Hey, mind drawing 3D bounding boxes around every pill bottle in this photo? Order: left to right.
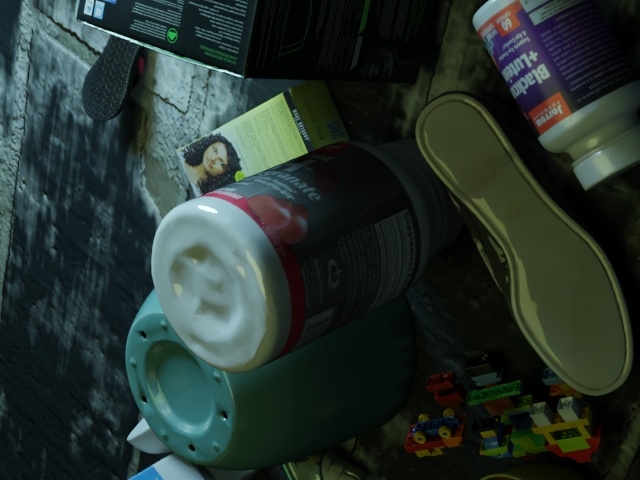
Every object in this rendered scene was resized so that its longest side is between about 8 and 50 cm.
[{"bbox_3d":[0.000,0.000,1.636,0.176,0.318,0.176,21,122,38],"label":"pill bottle"},{"bbox_3d":[0.231,-0.148,1.486,0.108,0.108,0.193,-36,81,48],"label":"pill bottle"}]

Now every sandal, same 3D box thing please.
[{"bbox_3d":[-0.242,-0.222,2.005,0.067,0.040,0.179,39,118,20],"label":"sandal"}]

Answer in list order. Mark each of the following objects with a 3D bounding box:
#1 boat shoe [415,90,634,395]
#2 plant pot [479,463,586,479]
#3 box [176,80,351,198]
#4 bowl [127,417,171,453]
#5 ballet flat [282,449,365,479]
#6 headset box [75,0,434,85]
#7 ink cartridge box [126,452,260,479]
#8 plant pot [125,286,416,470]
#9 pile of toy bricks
[{"bbox_3d":[0.210,-0.004,1.605,0.112,0.095,0.335,-33,87,13],"label":"boat shoe"},{"bbox_3d":[0.235,0.287,1.693,0.134,0.095,0.134,23,124,38],"label":"plant pot"},{"bbox_3d":[-0.069,-0.106,1.857,0.232,0.058,0.087,-25,90,48],"label":"box"},{"bbox_3d":[-0.168,0.213,2.057,0.053,0.142,0.142,48,138,-8],"label":"bowl"},{"bbox_3d":[0.031,0.323,1.951,0.079,0.077,0.221,-24,95,30],"label":"ballet flat"},{"bbox_3d":[-0.054,-0.249,1.618,0.246,0.283,0.131,22,108,37],"label":"headset box"},{"bbox_3d":[-0.182,0.326,2.075,0.082,0.190,0.139,51,137,14],"label":"ink cartridge box"},{"bbox_3d":[-0.077,0.128,1.841,0.293,0.235,0.293,22,124,38],"label":"plant pot"},{"bbox_3d":[0.205,0.192,1.695,0.212,0.118,0.105,-15,126,33],"label":"pile of toy bricks"}]
